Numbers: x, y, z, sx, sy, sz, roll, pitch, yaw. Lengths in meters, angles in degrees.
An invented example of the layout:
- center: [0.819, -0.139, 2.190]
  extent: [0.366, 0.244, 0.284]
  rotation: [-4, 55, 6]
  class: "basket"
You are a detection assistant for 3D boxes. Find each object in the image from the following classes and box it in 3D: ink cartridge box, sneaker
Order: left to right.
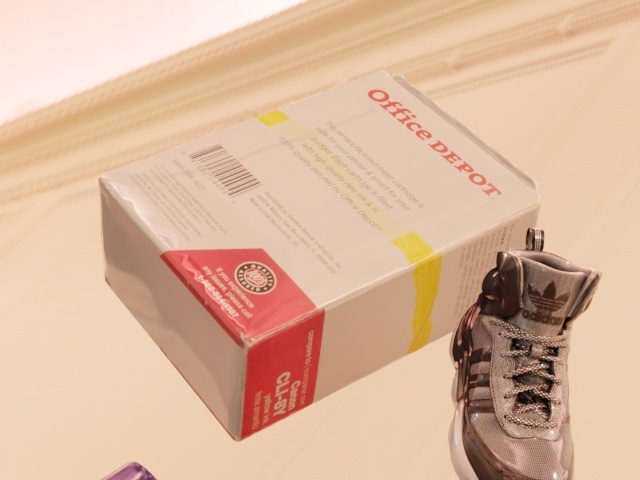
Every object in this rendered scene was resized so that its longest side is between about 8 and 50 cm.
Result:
- center: [0.000, 0.000, 1.364]
  extent: [0.279, 0.385, 0.160]
  rotation: [45, -35, 35]
  class: "ink cartridge box"
- center: [0.168, 0.099, 1.042]
  extent: [0.101, 0.268, 0.153]
  rotation: [12, -57, -8]
  class: "sneaker"

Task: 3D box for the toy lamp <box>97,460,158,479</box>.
- center: [-0.264, 0.330, 1.257]
  extent: [0.080, 0.274, 0.080]
  rotation: [38, -20, 17]
  class: "toy lamp"
